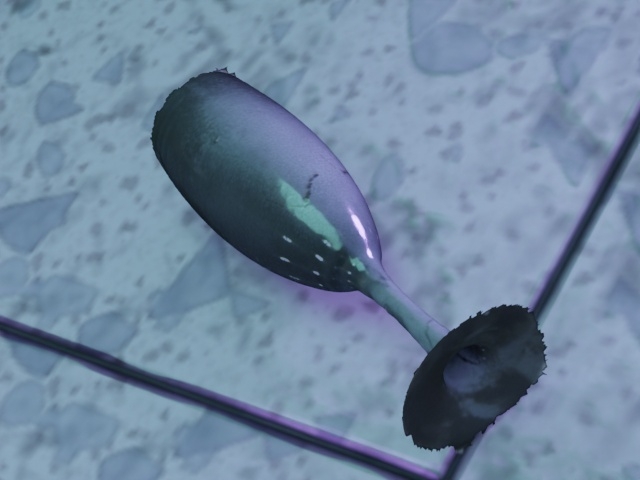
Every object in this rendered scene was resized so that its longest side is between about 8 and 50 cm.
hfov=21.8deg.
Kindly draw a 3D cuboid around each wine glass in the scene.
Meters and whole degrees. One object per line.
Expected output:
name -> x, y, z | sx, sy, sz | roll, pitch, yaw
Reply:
wine glass -> 0.000, 0.000, 0.638 | 0.066, 0.066, 0.198 | -42, 47, -6
